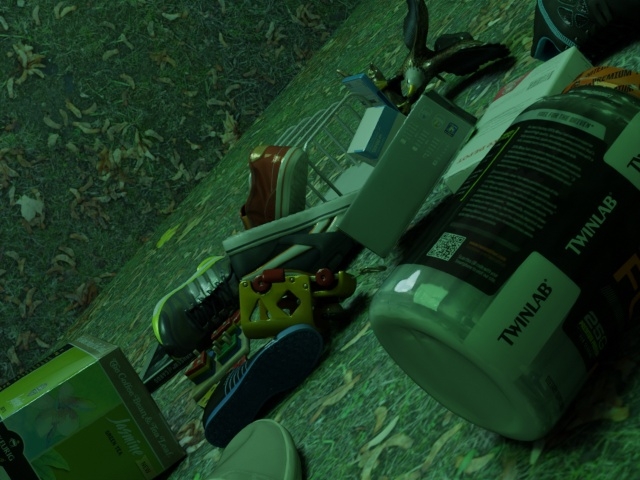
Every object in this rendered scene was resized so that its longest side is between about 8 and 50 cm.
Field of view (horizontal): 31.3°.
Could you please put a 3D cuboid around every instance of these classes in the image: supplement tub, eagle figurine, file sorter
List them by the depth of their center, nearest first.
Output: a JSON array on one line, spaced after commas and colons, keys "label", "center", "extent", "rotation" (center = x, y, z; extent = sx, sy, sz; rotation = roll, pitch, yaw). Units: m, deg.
[{"label": "supplement tub", "center": [0.220, 0.005, 1.095], "extent": [0.338, 0.207, 0.207], "rotation": [-50, 15, -18]}, {"label": "file sorter", "center": [0.012, -0.141, 2.175], "extent": [0.193, 0.173, 0.277], "rotation": [-51, 15, -24]}, {"label": "eagle figurine", "center": [0.205, -0.357, 2.180], "extent": [0.298, 0.226, 0.225], "rotation": [-54, 42, 41]}]

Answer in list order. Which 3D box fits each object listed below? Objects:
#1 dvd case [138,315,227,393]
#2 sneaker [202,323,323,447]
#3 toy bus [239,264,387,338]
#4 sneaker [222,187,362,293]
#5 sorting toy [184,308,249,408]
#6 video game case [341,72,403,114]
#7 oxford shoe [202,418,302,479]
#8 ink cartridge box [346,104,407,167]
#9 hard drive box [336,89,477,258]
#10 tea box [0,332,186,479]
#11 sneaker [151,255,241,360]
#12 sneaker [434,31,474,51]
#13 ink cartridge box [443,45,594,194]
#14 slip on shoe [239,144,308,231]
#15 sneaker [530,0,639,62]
[{"label": "dvd case", "center": [-0.277, 0.209, 2.298], "extent": [0.238, 0.029, 0.179], "rotation": [-39, 16, 25]}, {"label": "sneaker", "center": [-0.092, 0.200, 1.688], "extent": [0.232, 0.081, 0.090], "rotation": [-45, 21, 7]}, {"label": "toy bus", "center": [-0.022, 0.101, 1.716], "extent": [0.202, 0.190, 0.105], "rotation": [-19, 73, 62]}, {"label": "sneaker", "center": [0.000, 0.000, 1.948], "extent": [0.321, 0.128, 0.126], "rotation": [-22, 1, -13]}, {"label": "sorting toy", "center": [-0.187, 0.206, 2.017], "extent": [0.132, 0.046, 0.274], "rotation": [-43, 14, 8]}, {"label": "video game case", "center": [0.118, -0.255, 2.205], "extent": [0.015, 0.166, 0.119], "rotation": [-47, 14, -9]}, {"label": "oxford shoe", "center": [-0.131, 0.339, 1.315], "extent": [0.169, 0.130, 0.449], "rotation": [-39, 14, 28]}, {"label": "ink cartridge box", "center": [0.137, -0.159, 1.963], "extent": [0.090, 0.143, 0.092], "rotation": [-65, 17, -6]}, {"label": "hard drive box", "center": [0.133, -0.103, 1.704], "extent": [0.232, 0.089, 0.181], "rotation": [-58, -3, 13]}, {"label": "tea box", "center": [-0.440, 0.332, 1.883], "extent": [0.323, 0.220, 0.329], "rotation": [-34, 10, -17]}, {"label": "sneaker", "center": [-0.210, 0.110, 2.147], "extent": [0.121, 0.111, 0.300], "rotation": [-22, 23, 37]}, {"label": "sneaker", "center": [0.268, -0.400, 2.429], "extent": [0.089, 0.051, 0.170], "rotation": [-45, 17, -17]}, {"label": "ink cartridge box", "center": [0.285, -0.145, 1.572], "extent": [0.158, 0.092, 0.218], "rotation": [-27, 21, 52]}, {"label": "slip on shoe", "center": [-0.094, -0.036, 2.067], "extent": [0.123, 0.101, 0.331], "rotation": [-54, -21, -48]}, {"label": "sneaker", "center": [0.432, -0.333, 1.709], "extent": [0.341, 0.125, 0.140], "rotation": [-164, 91, -71]}]
